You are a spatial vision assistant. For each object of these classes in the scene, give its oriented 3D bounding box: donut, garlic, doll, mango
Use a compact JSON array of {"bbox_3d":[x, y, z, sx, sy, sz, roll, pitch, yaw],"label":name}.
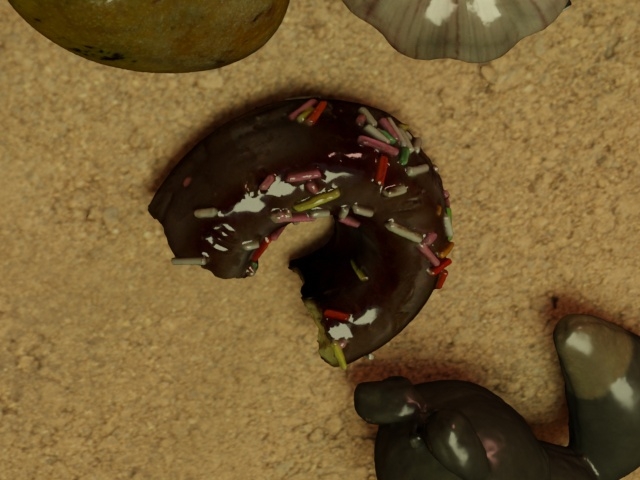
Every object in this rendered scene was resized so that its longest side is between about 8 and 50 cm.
[{"bbox_3d":[0.014,-0.017,1.926,0.259,0.136,0.345,-39,130,15],"label":"donut"},{"bbox_3d":[0.133,-0.274,1.763,0.245,0.245,0.253,-23,166,-2],"label":"garlic"},{"bbox_3d":[0.226,0.226,2.169,0.382,0.252,0.378,45,70,-41],"label":"doll"},{"bbox_3d":[-0.161,-0.240,1.630,0.329,0.175,0.176,-10,99,-49],"label":"mango"}]

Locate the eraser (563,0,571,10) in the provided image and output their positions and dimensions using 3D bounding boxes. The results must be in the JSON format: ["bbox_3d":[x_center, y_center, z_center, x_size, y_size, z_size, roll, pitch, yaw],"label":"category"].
[{"bbox_3d":[0.220,-0.284,1.863,0.052,0.029,0.122,-27,131,1],"label":"eraser"}]
